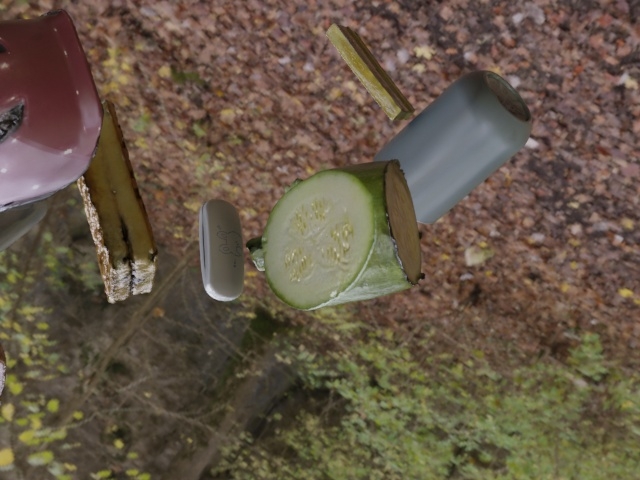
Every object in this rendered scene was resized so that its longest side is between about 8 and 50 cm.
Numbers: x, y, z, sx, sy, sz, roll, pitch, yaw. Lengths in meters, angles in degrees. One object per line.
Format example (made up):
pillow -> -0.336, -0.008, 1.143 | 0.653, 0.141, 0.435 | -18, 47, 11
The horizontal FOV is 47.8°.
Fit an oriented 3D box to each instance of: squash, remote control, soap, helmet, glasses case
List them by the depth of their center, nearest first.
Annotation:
helmet -> -0.362, -0.133, 0.780 | 0.253, 0.154, 0.198 | -31, 77, 47
squash -> 0.000, 0.000, 0.998 | 0.260, 0.189, 0.189 | -10, 140, 21
remote control -> -0.480, 0.001, 1.021 | 0.044, 0.229, 0.073 | 16, 139, 39
glasses case -> -0.214, 0.018, 1.567 | 0.092, 0.233, 0.059 | 12, 149, -34
soap -> 0.109, -0.367, 1.573 | 0.252, 0.037, 0.092 | 54, -153, 11

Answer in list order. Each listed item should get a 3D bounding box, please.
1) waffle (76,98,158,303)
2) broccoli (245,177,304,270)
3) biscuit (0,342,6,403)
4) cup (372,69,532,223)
waffle -> -0.367, -0.066, 1.270 | 0.213, 0.091, 0.308 | 128, 124, -64
broccoli -> -0.046, -0.020, 1.589 | 0.247, 0.243, 0.263 | 41, -152, -74
biscuit -> -0.674, 0.251, 1.223 | 0.052, 0.262, 0.277 | 61, 144, 26
cup -> 0.285, -0.202, 1.541 | 0.205, 0.205, 0.312 | 41, 125, -10
